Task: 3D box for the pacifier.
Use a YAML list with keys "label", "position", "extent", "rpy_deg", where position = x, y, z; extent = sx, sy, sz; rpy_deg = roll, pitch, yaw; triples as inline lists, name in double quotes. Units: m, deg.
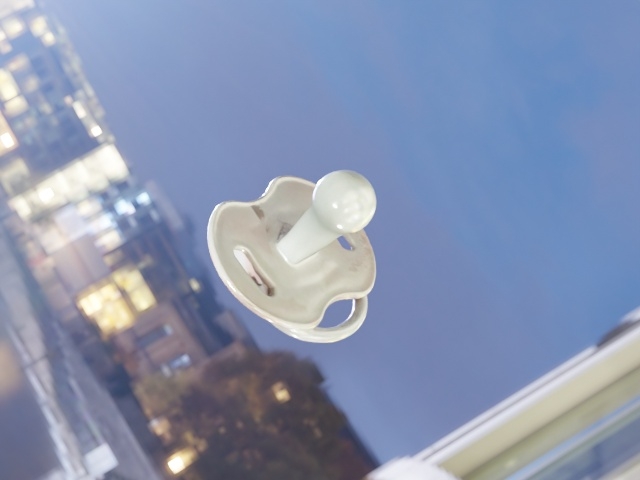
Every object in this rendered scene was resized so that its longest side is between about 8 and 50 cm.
- label: "pacifier"
  position: [0.000, 0.000, 0.654]
  extent: [0.081, 0.099, 0.078]
  rpy_deg: [50, -52, 8]
